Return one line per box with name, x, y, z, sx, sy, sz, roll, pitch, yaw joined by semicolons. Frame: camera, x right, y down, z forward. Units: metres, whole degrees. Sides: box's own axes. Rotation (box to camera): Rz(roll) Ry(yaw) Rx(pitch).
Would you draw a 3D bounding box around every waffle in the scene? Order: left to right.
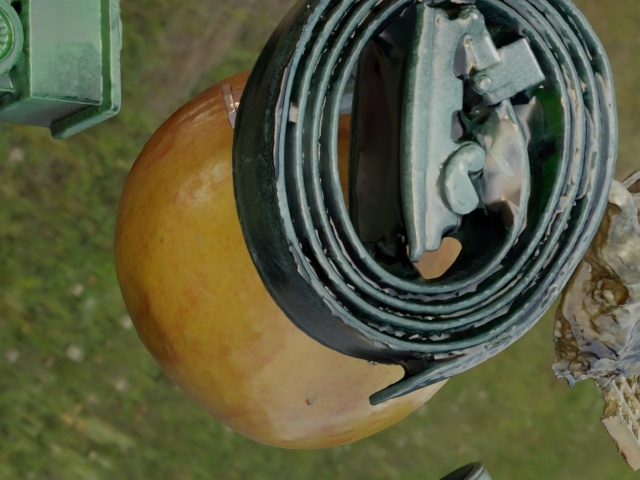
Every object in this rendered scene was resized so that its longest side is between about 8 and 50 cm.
waffle;0.283;0.137;1.633;0.092;0.021;0.135;56;32;-26

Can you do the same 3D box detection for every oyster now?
oyster;0.280;0.046;1.472;0.396;0.111;0.204;0;113;-57

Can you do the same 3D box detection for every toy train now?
toy train;-0.305;-0.233;1.711;0.202;0.145;0.266;5;78;-35

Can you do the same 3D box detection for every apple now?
apple;0.000;0.000;1.310;0.275;0.299;0.299;-42;173;35

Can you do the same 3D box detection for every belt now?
belt;0.054;-0.038;0.997;0.116;0.206;0.267;161;-56;-70

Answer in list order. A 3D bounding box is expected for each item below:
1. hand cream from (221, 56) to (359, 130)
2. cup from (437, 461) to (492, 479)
hand cream;0.041;-0.110;1.145;0.043;0.210;0.067;-103;178;-61
cup;0.103;0.464;1.706;0.401;0.392;0.310;-32;174;-40
